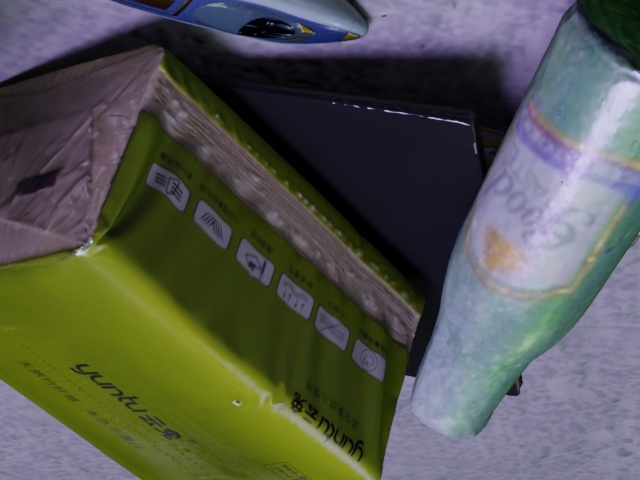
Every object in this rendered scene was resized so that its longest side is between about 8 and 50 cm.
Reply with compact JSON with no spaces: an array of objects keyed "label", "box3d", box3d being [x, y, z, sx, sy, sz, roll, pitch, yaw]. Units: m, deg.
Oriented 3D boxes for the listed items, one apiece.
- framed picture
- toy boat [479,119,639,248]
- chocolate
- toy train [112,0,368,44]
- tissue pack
[{"label":"framed picture","box3d":[0.000,0.000,1.156,0.255,0.014,0.339,9,149,18]},{"label":"toy boat","box3d":[0.118,-0.046,1.089,0.210,0.066,0.084,20,147,-4]},{"label":"chocolate","box3d":[0.132,-0.004,1.009,0.110,0.110,0.291,15,123,-17]},{"label":"toy train","box3d":[-0.081,-0.148,0.953,0.251,0.048,0.055,19,146,-24]},{"label":"tissue pack","box3d":[-0.099,0.033,1.081,0.200,0.167,0.274,-10,140,40]}]
